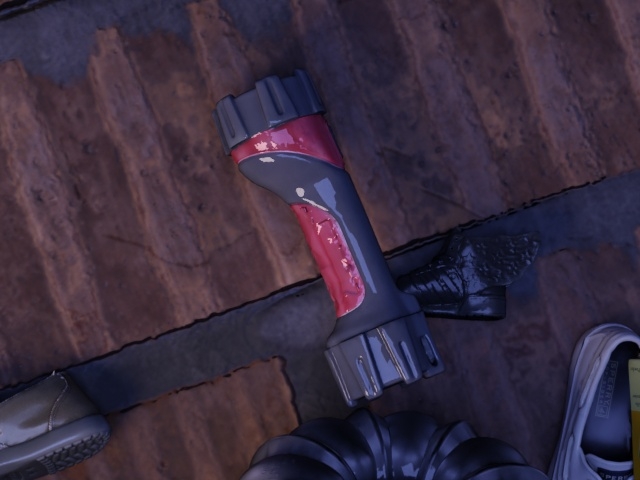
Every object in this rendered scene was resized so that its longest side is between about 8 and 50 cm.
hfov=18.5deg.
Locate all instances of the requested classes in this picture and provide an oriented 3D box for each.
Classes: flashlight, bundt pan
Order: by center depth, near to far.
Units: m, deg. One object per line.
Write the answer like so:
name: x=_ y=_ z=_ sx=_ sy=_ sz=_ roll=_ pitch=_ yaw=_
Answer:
bundt pan: x=0.068 y=0.253 z=1.696 sx=0.330 sy=0.331 sz=0.124 roll=3 pitch=116 yaw=-5
flashlight: x=0.000 y=0.000 z=1.782 sx=0.103 sy=0.103 sz=0.304 roll=-15 pitch=81 yaw=-46

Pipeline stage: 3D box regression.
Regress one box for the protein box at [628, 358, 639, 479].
protein box: x=0.405 y=0.200 z=1.794 sx=0.201 sy=0.136 sz=0.200 roll=-4 pitch=92 yaw=-32

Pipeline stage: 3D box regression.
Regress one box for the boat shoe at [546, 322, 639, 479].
boat shoe: x=0.271 y=0.213 z=1.842 sx=0.096 sy=0.088 sz=0.268 roll=10 pitch=90 yaw=-6

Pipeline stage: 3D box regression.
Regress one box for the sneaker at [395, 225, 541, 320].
sneaker: x=0.120 y=0.028 z=1.844 sx=0.170 sy=0.051 sz=0.089 roll=4 pitch=81 yaw=-1

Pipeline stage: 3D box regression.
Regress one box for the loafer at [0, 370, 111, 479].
loafer: x=-0.321 y=0.191 z=1.798 sx=0.251 sy=0.094 sz=0.087 roll=-19 pitch=69 yaw=-13
